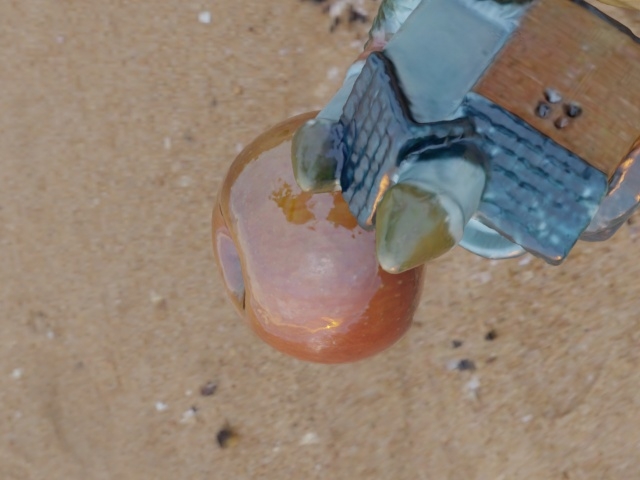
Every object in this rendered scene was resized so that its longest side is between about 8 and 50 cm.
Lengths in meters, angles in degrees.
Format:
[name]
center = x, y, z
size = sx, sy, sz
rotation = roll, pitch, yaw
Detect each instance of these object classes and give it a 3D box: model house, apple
[model house]
center = 0.097, -0.053, 1.023
size = 0.253, 0.291, 0.184
rotation = 36, 135, 7
[apple]
center = 0.000, 0.000, 1.452
size = 0.206, 0.272, 0.251
rotation = -5, 82, -12

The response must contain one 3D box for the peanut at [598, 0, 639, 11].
[peanut]
center = 0.101, -0.273, 0.693
size = 0.170, 0.192, 0.387
rotation = -15, 128, 40
